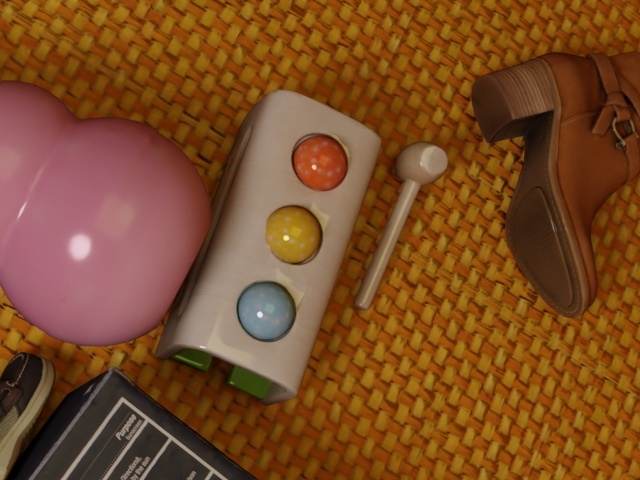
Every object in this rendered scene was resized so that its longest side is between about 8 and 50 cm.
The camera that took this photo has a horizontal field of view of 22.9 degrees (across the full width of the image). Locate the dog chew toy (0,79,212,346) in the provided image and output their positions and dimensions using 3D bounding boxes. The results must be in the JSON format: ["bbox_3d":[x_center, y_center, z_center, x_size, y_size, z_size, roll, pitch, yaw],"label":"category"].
[{"bbox_3d":[-0.267,-0.045,1.393,0.332,0.206,0.206,27,67,-6],"label":"dog chew toy"}]

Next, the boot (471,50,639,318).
[{"bbox_3d":[0.297,-0.070,1.696,0.220,0.109,0.283,-12,74,-29],"label":"boot"}]

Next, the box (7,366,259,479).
[{"bbox_3d":[-0.168,0.316,1.341,0.294,0.183,0.296,40,66,-10],"label":"box"}]

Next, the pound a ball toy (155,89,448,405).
[{"bbox_3d":[0.000,0.000,1.522,0.208,0.136,0.319,26,69,-15],"label":"pound a ball toy"}]

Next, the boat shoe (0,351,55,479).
[{"bbox_3d":[-0.287,0.157,1.340,0.073,0.080,0.223,37,29,-14],"label":"boat shoe"}]
